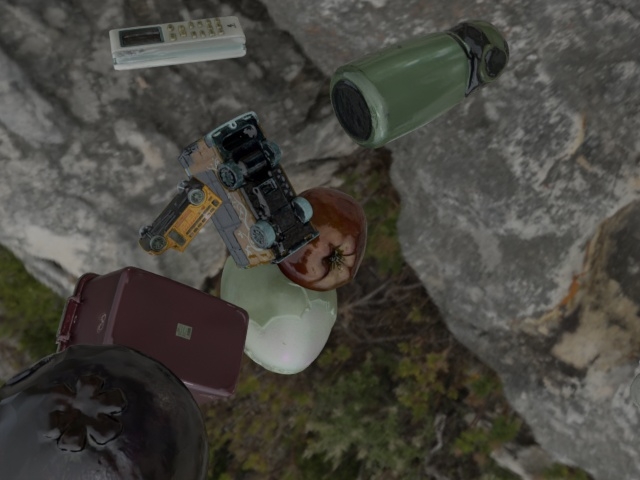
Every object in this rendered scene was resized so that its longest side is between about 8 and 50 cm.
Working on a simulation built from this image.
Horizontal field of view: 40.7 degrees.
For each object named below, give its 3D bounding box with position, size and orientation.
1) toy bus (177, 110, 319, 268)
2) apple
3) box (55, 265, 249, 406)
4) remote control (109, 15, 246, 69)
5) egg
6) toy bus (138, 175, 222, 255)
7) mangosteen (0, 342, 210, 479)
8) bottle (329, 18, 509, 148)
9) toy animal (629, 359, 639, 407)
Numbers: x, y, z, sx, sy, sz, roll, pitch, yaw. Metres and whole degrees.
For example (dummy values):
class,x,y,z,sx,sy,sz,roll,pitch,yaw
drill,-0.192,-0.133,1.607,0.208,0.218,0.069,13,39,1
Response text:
class,x,y,z,sx,sy,sz,roll,pitch,yaw
toy bus,-0.143,-0.094,1.673,0.167,0.138,0.275,-14,107,52
apple,0.000,0.002,1.868,0.234,0.234,0.234,14,119,26
box,-0.268,0.162,1.431,0.294,0.193,0.167,25,151,-32
remote control,-0.303,-0.421,1.826,0.277,0.103,0.055,-9,131,-11
egg,-0.095,0.153,2.077,0.278,0.278,0.336,-39,62,39
toy bus,-0.256,-0.036,1.571,0.074,0.162,0.069,42,176,-36
mangosteen,-0.188,0.190,0.701,0.194,0.194,0.230,39,145,11
bottle,0.198,-0.308,1.624,0.168,0.347,0.168,49,156,32
toy animal,0.698,0.259,1.706,0.127,0.193,0.178,21,130,25
